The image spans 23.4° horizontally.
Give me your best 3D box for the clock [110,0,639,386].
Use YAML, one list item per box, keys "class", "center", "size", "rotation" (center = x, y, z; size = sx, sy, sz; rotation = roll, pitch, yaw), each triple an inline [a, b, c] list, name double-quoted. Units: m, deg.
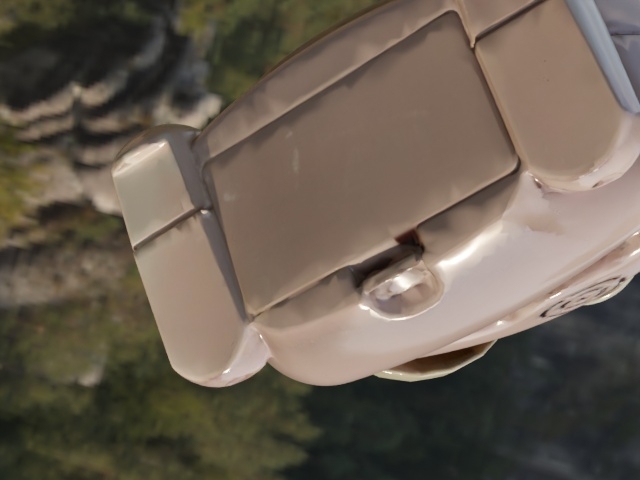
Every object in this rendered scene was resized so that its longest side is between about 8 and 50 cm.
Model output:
- class: "clock"
  center: [0.091, -0.031, 0.894]
  size: [0.326, 0.342, 0.184]
  rotation: [4, 65, -60]
